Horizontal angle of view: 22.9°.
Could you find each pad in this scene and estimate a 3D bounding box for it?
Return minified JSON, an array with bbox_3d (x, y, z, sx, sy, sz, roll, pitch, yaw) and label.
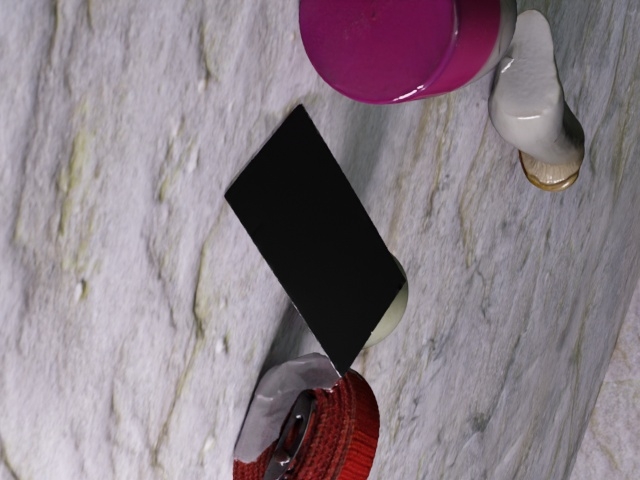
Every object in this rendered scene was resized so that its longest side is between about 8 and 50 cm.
[{"bbox_3d":[0.000,0.000,1.631,0.243,0.004,0.164,59,45,-24],"label":"pad"}]

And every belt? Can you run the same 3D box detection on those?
[{"bbox_3d":[-0.016,0.221,1.714,0.201,0.128,0.124,-70,158,-8],"label":"belt"}]

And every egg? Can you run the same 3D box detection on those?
[{"bbox_3d":[0.040,0.061,1.758,0.152,0.114,0.114,-40,140,-52],"label":"egg"}]

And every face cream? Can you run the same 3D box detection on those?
[{"bbox_3d":[0.094,-0.231,1.621,0.195,0.175,0.175,-20,123,-63],"label":"face cream"}]

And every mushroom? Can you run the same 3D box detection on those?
[{"bbox_3d":[0.314,-0.182,2.226,0.159,0.122,0.329,-60,155,-10],"label":"mushroom"}]
